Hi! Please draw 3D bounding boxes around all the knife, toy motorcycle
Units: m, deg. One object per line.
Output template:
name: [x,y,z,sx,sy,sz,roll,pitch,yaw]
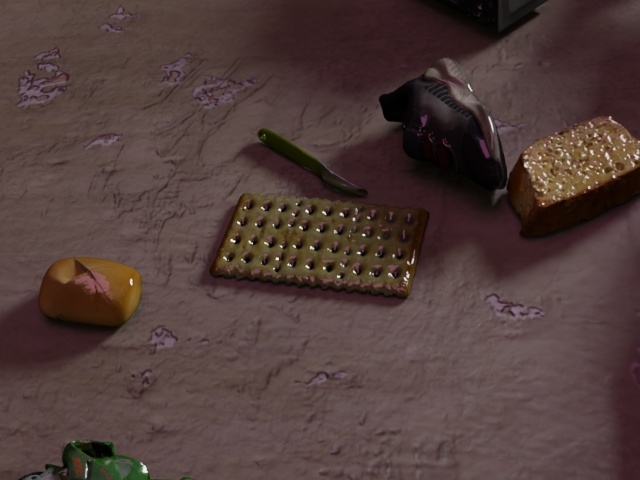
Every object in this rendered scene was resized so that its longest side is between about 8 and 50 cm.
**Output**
knife: [-0.014,-0.096,1.263,0.184,0.022,0.026,33,32,32]
toy motorcycle: [-0.193,0.240,0.943,0.190,0.074,0.106,15,42,21]

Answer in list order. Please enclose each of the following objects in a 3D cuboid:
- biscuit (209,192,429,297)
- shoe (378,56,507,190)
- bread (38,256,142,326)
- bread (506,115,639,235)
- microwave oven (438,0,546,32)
biscuit: [0.000,0.000,1.175,0.232,0.016,0.139,6,49,14]
shoe: [0.147,-0.129,1.228,0.112,0.099,0.227,-18,43,1]
bread: [-0.257,0.051,1.133,0.115,0.056,0.082,8,49,15]
bread: [0.296,-0.076,1.175,0.187,0.065,0.103,-22,53,-10]
microwave oven: [0.209,-0.407,1.427,0.122,0.162,0.208,-35,51,-23]
